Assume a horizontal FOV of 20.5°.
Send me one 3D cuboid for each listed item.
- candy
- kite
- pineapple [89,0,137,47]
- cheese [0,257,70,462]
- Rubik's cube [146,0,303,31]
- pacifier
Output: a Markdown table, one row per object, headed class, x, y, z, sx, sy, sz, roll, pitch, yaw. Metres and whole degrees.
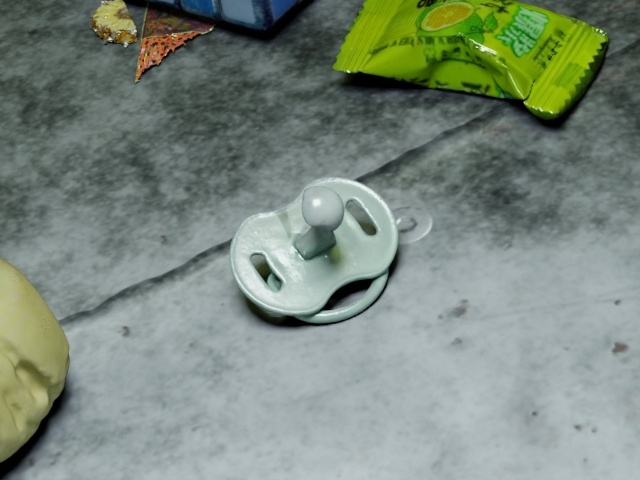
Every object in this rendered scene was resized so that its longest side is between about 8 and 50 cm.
| class | x | y | z | sx | sy | sz | roll | pitch | yaw |
| --- | --- | --- | --- | --- | --- | --- | --- | --- | --- |
| candy | 0.138 | -0.188 | 1.681 | 0.246 | 0.069 | 0.149 | 12 | 45 | 24 |
| kite | -0.144 | -0.244 | 1.861 | 0.222 | 0.008 | 0.125 | -36 | 44 | -24 |
| pineapple | -0.218 | -0.228 | 1.853 | 0.045 | 0.019 | 0.083 | -15 | 41 | -13 |
| cheese | -0.327 | 0.108 | 1.448 | 0.226 | 0.117 | 0.214 | 14 | 52 | 34 |
| Rubik's cube | -0.107 | -0.427 | 1.834 | 0.287 | 0.292 | 0.293 | 19 | 46 | 31 |
| pacifier | 0.000 | 0.000 | 1.480 | 0.150 | 0.116 | 0.127 | -23 | 68 | -16 |
